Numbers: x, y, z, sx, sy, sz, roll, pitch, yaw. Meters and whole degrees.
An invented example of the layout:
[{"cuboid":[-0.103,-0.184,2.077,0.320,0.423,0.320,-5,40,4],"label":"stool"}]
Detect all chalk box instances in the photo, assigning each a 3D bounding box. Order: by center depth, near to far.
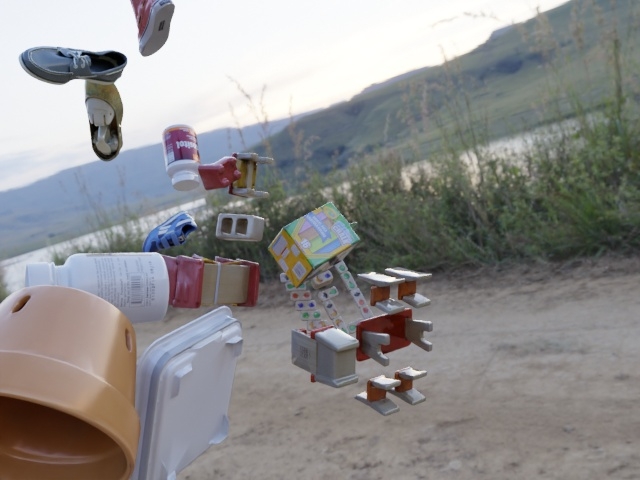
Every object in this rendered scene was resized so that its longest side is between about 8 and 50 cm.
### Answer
[{"cuboid":[0.000,0.000,1.546,0.213,0.132,0.132,-31,-11,-34],"label":"chalk box"}]

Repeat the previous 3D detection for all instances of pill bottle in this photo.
[{"cuboid":[-0.400,0.088,1.090,0.229,0.131,0.131,0,-1,-30],"label":"pill bottle"},{"cuboid":[-0.340,-0.203,1.499,0.086,0.152,0.086,-11,-18,-4],"label":"pill bottle"}]

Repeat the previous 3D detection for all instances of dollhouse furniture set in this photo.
[{"cuboid":[0.087,0.193,1.172,0.259,0.262,0.135,-8,14,-38],"label":"dollhouse furniture set"},{"cuboid":[-0.250,-0.028,1.415,0.152,0.374,0.201,4,-3,37],"label":"dollhouse furniture set"}]

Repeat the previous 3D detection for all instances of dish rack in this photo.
[{"cuboid":[-0.248,0.314,1.176,0.072,0.333,0.285,20,21,23],"label":"dish rack"}]

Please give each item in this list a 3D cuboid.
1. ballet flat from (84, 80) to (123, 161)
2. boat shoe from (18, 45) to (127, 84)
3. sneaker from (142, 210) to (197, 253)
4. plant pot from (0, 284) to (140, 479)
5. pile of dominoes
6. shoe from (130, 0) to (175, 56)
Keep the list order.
[{"cuboid":[-0.706,-0.388,1.977,0.123,0.123,0.348,-21,-27,-24],"label":"ballet flat"},{"cuboid":[-0.687,-0.508,1.716,0.099,0.116,0.319,-25,-6,33],"label":"boat shoe"},{"cuboid":[-0.351,-0.010,1.418,0.144,0.059,0.053,-44,-25,-20],"label":"sneaker"},{"cuboid":[-0.381,0.202,0.846,0.291,0.291,0.203,-14,41,16],"label":"plant pot"},{"cuboid":[0.021,0.156,1.712,0.196,0.251,0.040,-22,-22,-19],"label":"pile of dominoes"},{"cuboid":[-0.353,-0.458,1.244,0.063,0.081,0.178,-34,-2,-33],"label":"shoe"}]
